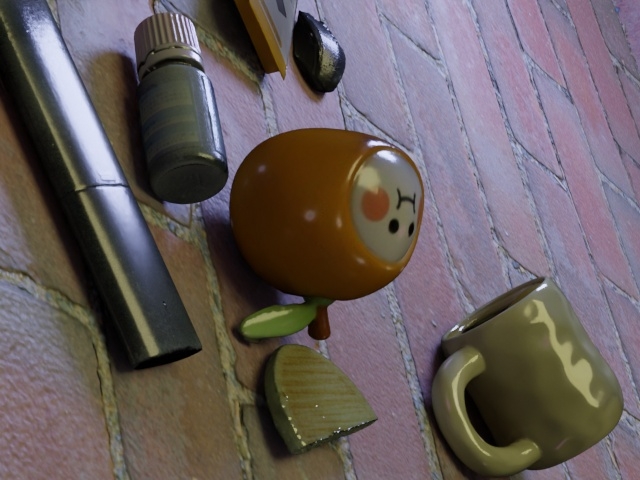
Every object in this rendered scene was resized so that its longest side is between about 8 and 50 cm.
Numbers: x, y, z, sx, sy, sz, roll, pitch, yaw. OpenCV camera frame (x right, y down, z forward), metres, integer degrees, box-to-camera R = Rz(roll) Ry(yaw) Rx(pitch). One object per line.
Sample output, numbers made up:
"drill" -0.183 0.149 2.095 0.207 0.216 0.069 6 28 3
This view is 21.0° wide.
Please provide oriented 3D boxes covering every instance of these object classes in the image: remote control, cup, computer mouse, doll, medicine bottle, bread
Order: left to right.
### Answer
"remote control" -0.216 -0.060 1.591 0.107 0.044 0.377 -9 72 -61
"medicine bottle" -0.146 -0.139 1.769 0.083 0.083 0.203 34 37 -48
"bread" -0.015 0.159 1.777 0.112 0.036 0.193 58 21 10
"doll" 0.000 0.000 1.818 0.213 0.213 0.236 16 83 -59
"computer mouse" 0.002 -0.249 2.246 0.079 0.047 0.135 40 29 -43
"cup" 0.256 0.180 2.135 0.202 0.173 0.255 59 23 -2

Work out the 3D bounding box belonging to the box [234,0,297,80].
"box" -0.067 -0.313 2.142 0.247 0.033 0.129 -83 156 -50
